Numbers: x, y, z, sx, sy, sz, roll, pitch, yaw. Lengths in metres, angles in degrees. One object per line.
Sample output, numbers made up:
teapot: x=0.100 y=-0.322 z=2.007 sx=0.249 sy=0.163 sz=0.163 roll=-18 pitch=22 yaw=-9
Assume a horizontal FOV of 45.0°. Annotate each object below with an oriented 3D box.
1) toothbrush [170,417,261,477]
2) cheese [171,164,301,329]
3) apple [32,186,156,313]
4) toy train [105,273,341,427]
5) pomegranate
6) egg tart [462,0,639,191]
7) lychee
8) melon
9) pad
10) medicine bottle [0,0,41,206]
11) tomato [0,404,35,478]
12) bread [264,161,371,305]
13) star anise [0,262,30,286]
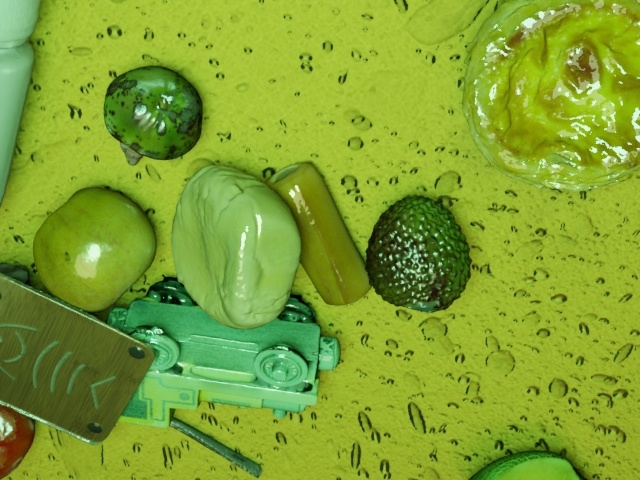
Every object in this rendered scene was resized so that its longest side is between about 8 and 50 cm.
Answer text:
toothbrush: x=-0.226 y=0.340 z=1.369 sx=0.297 sy=0.030 sz=0.030 roll=35 pitch=103 yaw=-13
cheese: x=-0.132 y=0.011 z=1.104 sx=0.117 sy=0.214 sz=0.225 roll=-10 pitch=121 yaw=-41
apple: x=-0.332 y=0.012 z=1.134 sx=0.182 sy=0.182 sz=0.155 roll=-40 pitch=105 yaw=20
toy train: x=-0.156 y=0.197 z=1.235 sx=0.369 sy=0.150 sz=0.237 roll=8 pitch=125 yaw=0
pomegranate: x=-0.236 y=-0.158 z=1.066 sx=0.138 sy=0.125 sz=0.163 roll=21 pitch=117 yaw=-21
egg tart: x=0.327 y=-0.204 z=1.013 sx=0.295 sy=0.116 sz=0.294 roll=3 pitch=118 yaw=5
lychee: x=0.141 y=0.017 z=1.119 sx=0.171 sy=0.171 sz=0.171 roll=2 pitch=117 yaw=3
melon: x=0.371 y=0.441 z=1.338 sx=0.169 sy=0.129 sz=0.265 roll=-44 pitch=104 yaw=-1
pad: x=-0.418 y=0.184 z=1.169 sx=0.284 sy=0.018 sz=0.286 roll=28 pitch=128 yaw=-10
medicine bottle: x=-0.493 y=-0.212 z=1.009 sx=0.211 sy=0.211 sz=0.371 roll=21 pitch=116 yaw=-7
tomato: x=-0.584 y=0.337 z=1.318 sx=0.187 sy=0.151 sz=0.187 roll=4 pitch=80 yaw=-21
bread: x=0.000 y=0.000 z=1.159 sx=0.093 sy=0.074 sz=0.239 roll=-25 pitch=112 yaw=10
star anise: x=-0.583 y=0.099 z=1.226 sx=0.332 sy=0.117 sz=0.331 roll=3 pitch=126 yaw=5
